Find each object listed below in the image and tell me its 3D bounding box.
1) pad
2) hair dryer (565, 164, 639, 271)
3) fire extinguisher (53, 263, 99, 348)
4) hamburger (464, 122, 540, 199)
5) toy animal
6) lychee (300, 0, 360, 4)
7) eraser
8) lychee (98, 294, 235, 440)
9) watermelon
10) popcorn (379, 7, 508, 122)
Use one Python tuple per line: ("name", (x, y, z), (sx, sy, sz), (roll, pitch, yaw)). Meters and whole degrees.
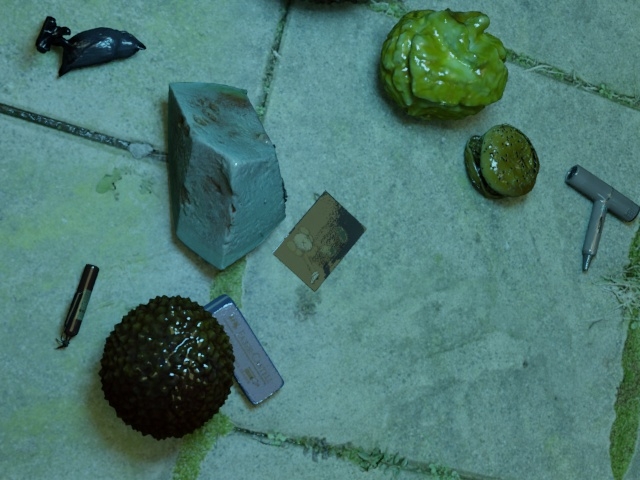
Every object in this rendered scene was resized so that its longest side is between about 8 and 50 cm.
("pad", (0.000, 0.000, 1.738), (0.127, 0.004, 0.190), (42, 71, -7))
("hair dryer", (0.644, -0.044, 1.935), (0.195, 0.053, 0.220), (33, 79, -9))
("fire extinguisher", (-0.468, 0.128, 1.543), (0.035, 0.049, 0.173), (20, 75, -21))
("hamburger", (0.424, -0.189, 1.849), (0.177, 0.113, 0.185), (30, 74, -10))
("toy animal", (-0.461, -0.377, 1.611), (0.210, 0.121, 0.117), (8, 97, -23))
("lychee", (0.031, -0.672, 1.673), (0.380, 0.432, 0.380), (-6, 120, -11))
("eraser", (-0.165, 0.220, 1.630), (0.082, 0.036, 0.225), (-32, 92, -18))
("lychee", (-0.277, 0.232, 1.479), (0.267, 0.267, 0.267), (3, 80, -17))
("watermelon", (-0.180, -0.143, 1.570), (0.228, 0.258, 0.387), (-10, 87, -17))
("popcorn", (0.259, -0.387, 1.755), (0.282, 0.282, 0.247), (-6, 95, -19))
